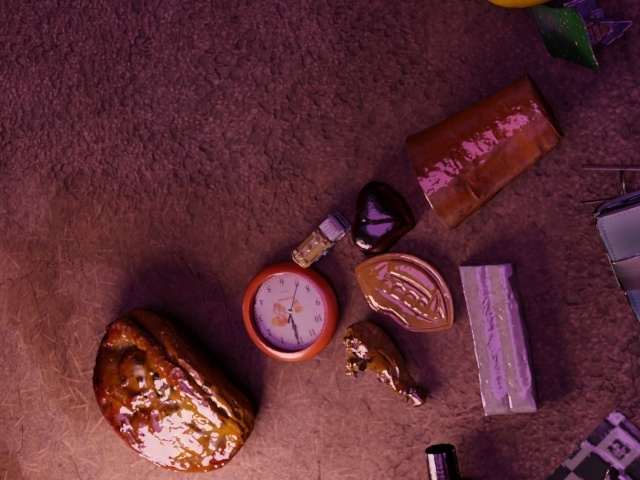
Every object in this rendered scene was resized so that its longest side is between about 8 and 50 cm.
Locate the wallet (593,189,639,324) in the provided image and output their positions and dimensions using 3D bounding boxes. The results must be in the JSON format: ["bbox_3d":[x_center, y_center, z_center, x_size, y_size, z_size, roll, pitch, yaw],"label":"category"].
[{"bbox_3d":[0.574,0.025,1.521,0.176,0.075,0.250,-19,117,25],"label":"wallet"}]

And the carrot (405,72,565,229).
[{"bbox_3d":[0.298,-0.156,1.607,0.254,0.196,0.196,-29,86,17],"label":"carrot"}]

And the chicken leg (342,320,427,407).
[{"bbox_3d":[0.121,0.249,1.770,0.101,0.085,0.207,-42,87,-23],"label":"chicken leg"}]

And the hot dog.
[{"bbox_3d":[-0.318,0.311,1.896,0.387,0.174,0.267,42,111,11],"label":"hot dog"}]

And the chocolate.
[{"bbox_3d":[0.112,-0.033,1.742,0.125,0.080,0.148,17,101,19],"label":"chocolate"}]

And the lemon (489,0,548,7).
[{"bbox_3d":[0.356,-0.521,1.499,0.284,0.260,0.260,-26,86,46],"label":"lemon"}]

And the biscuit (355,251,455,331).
[{"bbox_3d":[0.168,0.097,1.762,0.221,0.029,0.142,34,107,14],"label":"biscuit"}]

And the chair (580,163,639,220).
[{"bbox_3d":[0.561,-0.090,1.559,0.222,0.104,0.095,-1,79,24],"label":"chair"}]

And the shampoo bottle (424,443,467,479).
[{"bbox_3d":[0.249,0.528,1.741,0.104,0.104,0.278,-8,93,22],"label":"shampoo bottle"}]

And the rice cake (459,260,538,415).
[{"bbox_3d":[0.334,0.180,1.697,0.106,0.050,0.298,-9,93,21],"label":"rice cake"}]

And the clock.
[{"bbox_3d":[-0.061,0.143,1.843,0.205,0.051,0.205,2,97,19],"label":"clock"}]

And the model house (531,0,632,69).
[{"bbox_3d":[0.449,-0.369,1.547,0.088,0.167,0.117,-31,114,-5],"label":"model house"}]

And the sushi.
[{"bbox_3d":[0.548,0.555,1.653,0.343,0.064,0.359,42,109,12],"label":"sushi"}]

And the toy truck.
[{"bbox_3d":[0.000,0.000,1.796,0.123,0.063,0.052,-44,80,20],"label":"toy truck"}]
